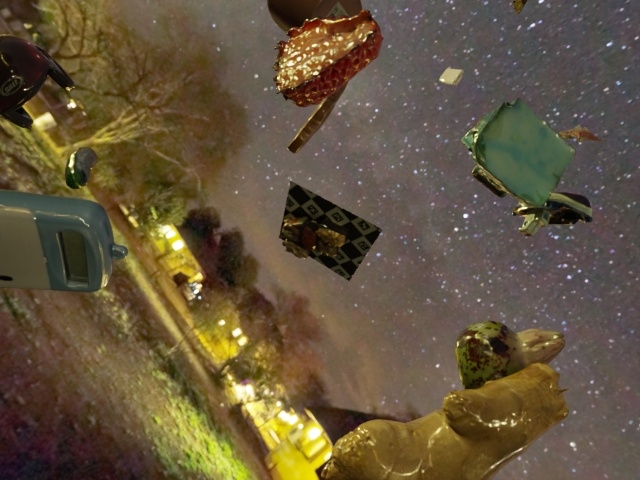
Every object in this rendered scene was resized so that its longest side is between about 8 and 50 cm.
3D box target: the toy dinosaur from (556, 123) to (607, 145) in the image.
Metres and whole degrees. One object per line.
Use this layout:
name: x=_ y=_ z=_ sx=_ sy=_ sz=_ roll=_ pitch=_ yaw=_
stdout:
toy dinosaur: x=0.693 y=-0.295 z=1.196 sx=0.220 sy=0.108 sz=0.032 roll=31 pitch=-33 yaw=57

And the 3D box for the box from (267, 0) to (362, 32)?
box: x=-0.008 y=-0.823 z=1.496 sx=0.216 sy=0.301 sz=0.301 roll=49 pitch=-18 yaw=26

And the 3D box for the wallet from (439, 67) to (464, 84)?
wallet: x=0.508 y=-0.636 z=1.648 sx=0.025 sy=0.061 sz=0.122 roll=24 pitch=17 yaw=-21

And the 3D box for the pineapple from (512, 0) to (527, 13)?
pineapple: x=0.585 y=-0.708 z=1.236 sx=0.045 sy=0.019 sz=0.083 roll=32 pitch=-40 yaw=10

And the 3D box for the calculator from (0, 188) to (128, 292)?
calculator: x=-0.295 y=0.001 z=0.400 sx=0.121 sy=0.210 sz=0.039 roll=116 pitch=-27 yaw=-44

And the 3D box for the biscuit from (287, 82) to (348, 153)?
biscuit: x=-0.008 y=-0.362 z=1.256 sx=0.044 sy=0.295 sz=0.186 roll=36 pitch=-30 yaw=-11

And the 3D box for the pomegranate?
pomegranate: x=0.289 y=0.182 z=0.665 sx=0.138 sy=0.163 sz=0.125 roll=56 pitch=-1 yaw=-2

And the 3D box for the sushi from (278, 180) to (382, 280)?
sushi: x=0.000 y=0.000 z=1.262 sx=0.292 sy=0.059 sz=0.294 roll=30 pitch=-38 yaw=8

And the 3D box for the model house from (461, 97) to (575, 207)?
model house: x=0.503 y=-0.227 z=1.207 sx=0.261 sy=0.226 sz=0.241 roll=38 pitch=-9 yaw=-10

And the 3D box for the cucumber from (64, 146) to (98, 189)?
cucumber: x=-0.326 y=-0.105 z=0.579 sx=0.184 sy=0.033 sz=0.036 roll=-132 pitch=-142 yaw=-59

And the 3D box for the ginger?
ginger: x=0.143 y=0.284 z=0.599 sx=0.236 sy=0.375 sz=0.166 roll=31 pitch=8 yaw=-2

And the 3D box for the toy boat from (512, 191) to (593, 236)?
toy boat: x=0.696 y=-0.073 z=1.298 sx=0.114 sy=0.115 sz=0.262 roll=29 pitch=-17 yaw=-25

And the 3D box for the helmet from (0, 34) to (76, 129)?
helmet: x=-0.724 y=-0.385 z=1.017 sx=0.193 sy=0.189 sz=0.216 roll=49 pitch=-2 yaw=-41

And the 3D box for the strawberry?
strawberry: x=0.018 y=-0.456 z=1.080 sx=0.150 sy=0.280 sz=0.253 roll=46 pitch=20 yaw=-48
